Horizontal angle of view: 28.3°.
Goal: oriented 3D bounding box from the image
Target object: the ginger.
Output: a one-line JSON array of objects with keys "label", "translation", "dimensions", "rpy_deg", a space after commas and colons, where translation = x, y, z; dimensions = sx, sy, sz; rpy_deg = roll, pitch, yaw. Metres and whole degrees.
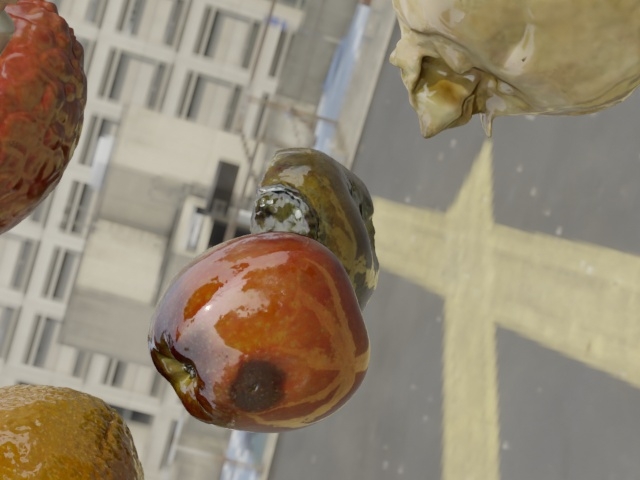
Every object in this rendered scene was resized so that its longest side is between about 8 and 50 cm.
[{"label": "ginger", "translation": [0.129, -0.163, 0.604], "dimensions": [0.267, 0.138, 0.152], "rpy_deg": [-63, 26, -7]}]

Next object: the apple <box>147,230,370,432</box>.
[{"label": "apple", "translation": [-0.069, 0.101, 1.333], "dimensions": [0.230, 0.229, 0.230], "rpy_deg": [-164, 90, -81]}]

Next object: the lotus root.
[{"label": "lotus root", "translation": [-0.002, -0.014, 1.780], "dimensions": [0.260, 0.149, 0.267], "rpy_deg": [47, -137, -73]}]

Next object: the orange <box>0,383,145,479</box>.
[{"label": "orange", "translation": [-0.355, 0.326, 1.439], "dimensions": [0.357, 0.322, 0.322], "rpy_deg": [-50, -10, -42]}]

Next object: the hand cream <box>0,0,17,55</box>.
[{"label": "hand cream", "translation": [-0.230, -0.062, 0.718], "dimensions": [0.210, 0.043, 0.067], "rpy_deg": [-53, 29, 22]}]

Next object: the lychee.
[{"label": "lychee", "translation": [-0.359, -0.114, 1.196], "dimensions": [0.300, 0.255, 0.255], "rpy_deg": [-39, 2, -12]}]
